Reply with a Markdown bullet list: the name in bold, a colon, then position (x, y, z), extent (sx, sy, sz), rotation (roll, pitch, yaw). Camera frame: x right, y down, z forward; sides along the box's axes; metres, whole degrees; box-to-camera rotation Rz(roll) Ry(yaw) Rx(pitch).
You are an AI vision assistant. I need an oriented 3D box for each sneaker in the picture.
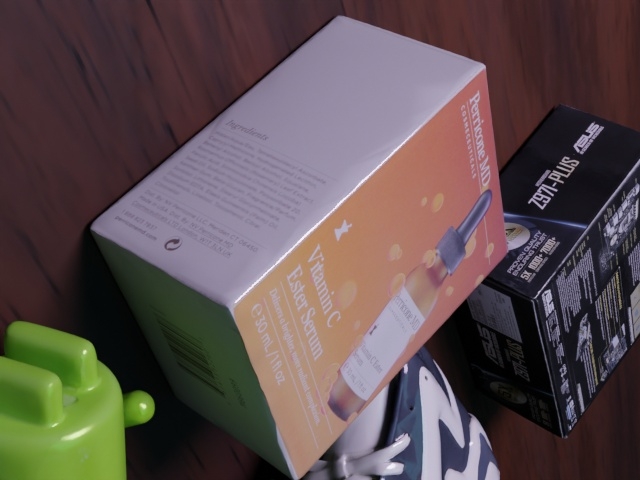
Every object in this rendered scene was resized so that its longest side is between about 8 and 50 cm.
- **sneaker**: position (0.015, 0.129, 0.590), extent (0.235, 0.094, 0.153), rotation (-42, 112, -46)

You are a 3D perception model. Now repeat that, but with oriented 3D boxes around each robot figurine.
- **robot figurine**: position (-0.114, 0.091, 0.452), extent (0.101, 0.067, 0.115), rotation (-53, 151, -57)

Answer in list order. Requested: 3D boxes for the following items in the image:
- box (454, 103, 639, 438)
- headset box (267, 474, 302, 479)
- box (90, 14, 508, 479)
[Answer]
- **box**: position (0.167, 0.024, 0.758), extent (0.147, 0.077, 0.180), rotation (-49, 143, -20)
- **headset box**: position (-0.034, 0.177, 0.640), extent (0.062, 0.032, 0.083), rotation (-2, 115, -51)
- **box**: position (0.000, 0.000, 0.519), extent (0.170, 0.091, 0.130), rotation (-44, 141, -24)
